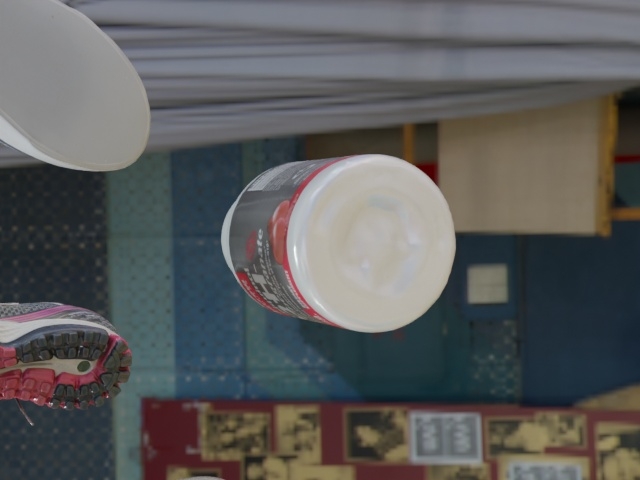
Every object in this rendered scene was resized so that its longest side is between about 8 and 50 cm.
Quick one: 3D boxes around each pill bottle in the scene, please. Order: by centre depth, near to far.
[{"bbox_3d":[0.000,0.000,1.327,0.318,0.176,0.176,-177,86,-69],"label":"pill bottle"}]

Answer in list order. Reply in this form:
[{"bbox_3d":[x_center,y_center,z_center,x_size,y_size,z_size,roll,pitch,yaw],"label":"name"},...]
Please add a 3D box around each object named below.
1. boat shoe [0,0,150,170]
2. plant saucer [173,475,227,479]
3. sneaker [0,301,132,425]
[{"bbox_3d":[-0.217,-0.114,0.722,0.258,0.084,0.095,31,-111,-38],"label":"boat shoe"},{"bbox_3d":[-0.143,0.229,0.680,0.332,0.332,0.084,-80,-35,-83],"label":"plant saucer"},{"bbox_3d":[-0.355,0.120,1.285,0.112,0.299,0.121,43,122,59],"label":"sneaker"}]
